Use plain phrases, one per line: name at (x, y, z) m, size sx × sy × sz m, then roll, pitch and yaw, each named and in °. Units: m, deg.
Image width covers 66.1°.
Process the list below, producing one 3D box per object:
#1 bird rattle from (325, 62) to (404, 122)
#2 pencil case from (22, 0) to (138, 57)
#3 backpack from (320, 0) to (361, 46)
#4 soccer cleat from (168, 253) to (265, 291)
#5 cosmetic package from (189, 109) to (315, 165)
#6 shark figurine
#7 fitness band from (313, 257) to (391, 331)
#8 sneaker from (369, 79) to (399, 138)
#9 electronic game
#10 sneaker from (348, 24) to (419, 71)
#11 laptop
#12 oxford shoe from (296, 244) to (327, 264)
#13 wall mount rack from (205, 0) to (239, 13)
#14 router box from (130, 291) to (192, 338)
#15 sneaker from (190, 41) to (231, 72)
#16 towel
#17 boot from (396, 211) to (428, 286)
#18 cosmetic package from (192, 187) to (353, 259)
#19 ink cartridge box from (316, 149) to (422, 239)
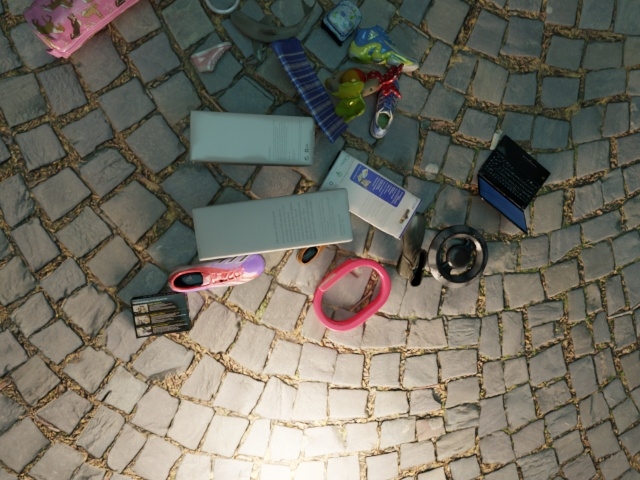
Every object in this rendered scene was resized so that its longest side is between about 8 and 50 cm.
bird rattle at (0.129, -0.506, 1.562) m, size 0.253 × 0.207 × 0.143 m, roll -37°, pitch 141°, yaw -14°
pencil case at (-0.663, -0.699, 1.429) m, size 0.386 × 0.167 × 0.160 m, roll -38°, pitch 137°, yaw -2°
backpack at (0.073, -0.708, 1.579) m, size 0.105 × 0.084 × 0.114 m, roll 43°, pitch 87°, yaw -14°
soccer cleat at (-0.335, 0.111, 1.606) m, size 0.318 × 0.116 × 0.109 m, roll -9°, pitch 99°, yaw -7°
cosmetic package at (-0.212, -0.310, 1.531) m, size 0.365 × 0.197 × 0.155 m, roll 2°, pitch 98°, yaw -11°
shark figurine at (-0.132, -0.668, 1.539) m, size 0.278 × 0.116 × 0.166 m, roll -12°, pitch 101°, yaw -5°
fitness band at (0.109, 0.188, 1.724) m, size 0.290 × 0.054 × 0.209 m, roll -38°, pitch 104°, yaw -2°
sneaker at (0.224, -0.445, 1.639) m, size 0.080 × 0.081 × 0.211 m, roll 11°, pitch 94°, yaw -9°
electronic game at (0.493, 0.058, 1.766) m, size 0.229 × 0.048 × 0.230 m, roll -1°, pitch 99°, yaw -10°
sneaker at (0.215, -0.634, 1.608) m, size 0.240 × 0.091 × 0.126 m, roll 9°, pitch 95°, yaw -9°
laptop at (0.682, -0.197, 1.717) m, size 0.234 × 0.136 × 0.264 m, roll 36°, pitch 91°, yaw -12°
oxford shoe at (0.000, 0.000, 1.667) m, size 0.076 × 0.076 × 0.212 m, roll 35°, pitch 89°, yaw -10°
wall mount rack at (-0.249, -0.873, 1.468) m, size 0.303 × 0.130 × 0.350 m, roll -1°, pitch 92°, yaw -5°
router box at (-0.526, 0.244, 1.630) m, size 0.178 × 0.046 × 0.133 m, roll -7°, pitch 98°, yaw -8°
sneaker at (-0.333, -0.572, 1.551) m, size 0.134 × 0.051 × 0.070 m, roll -23°, pitch 102°, yaw -2°
towel at (-0.023, -0.470, 1.522) m, size 0.040 × 0.243 × 0.336 m, roll -28°, pitch 104°, yaw 22°
boot at (0.332, 0.028, 1.678) m, size 0.083 × 0.161 × 0.247 m, roll 8°, pitch 96°, yaw -10°
cosmetic package at (-0.137, -0.052, 1.520) m, size 0.452 × 0.230 × 0.162 m, roll -7°, pitch 93°, yaw 2°
ink cartridge box at (0.167, -0.153, 1.679) m, size 0.332 × 0.065 × 0.165 m, roll 31°, pitch 92°, yaw -10°
